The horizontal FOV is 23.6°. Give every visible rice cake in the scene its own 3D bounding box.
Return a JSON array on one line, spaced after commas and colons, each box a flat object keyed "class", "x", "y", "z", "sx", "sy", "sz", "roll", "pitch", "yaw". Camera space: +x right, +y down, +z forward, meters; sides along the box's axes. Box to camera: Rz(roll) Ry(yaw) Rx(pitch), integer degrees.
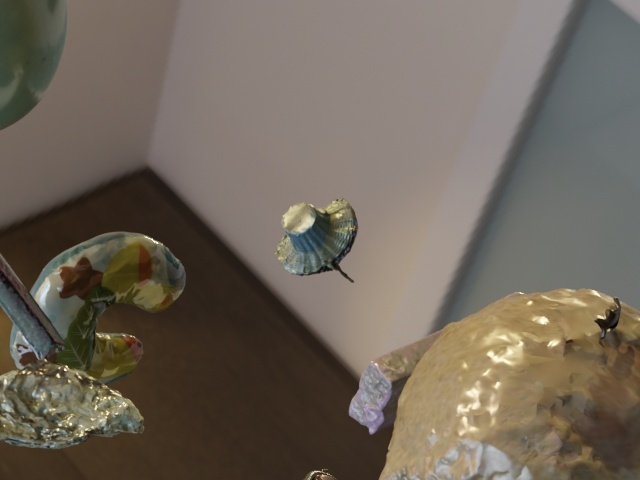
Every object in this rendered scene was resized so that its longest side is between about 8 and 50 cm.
[{"class": "rice cake", "x": -0.352, "y": 0.051, "z": 1.714, "sx": 0.033, "sy": 0.207, "sz": 0.033, "roll": -26, "pitch": 23, "yaw": 15}, {"class": "rice cake", "x": 0.152, "y": 0.145, "z": 1.839, "sx": 0.298, "sy": 0.050, "sz": 0.106, "roll": -21, "pitch": -36, "yaw": -43}]

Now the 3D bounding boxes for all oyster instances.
[{"class": "oyster", "x": -0.273, "y": 0.167, "z": 1.554, "sx": 0.177, "sy": 0.125, "sz": 0.064, "roll": 0, "pitch": -54, "yaw": -16}]

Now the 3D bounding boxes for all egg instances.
[{"class": "egg", "x": -0.438, "y": -0.290, "z": 1.807, "sx": 0.276, "sy": 0.276, "sz": 0.389, "roll": -33, "pitch": -32, "yaw": -25}, {"class": "egg", "x": 0.186, "y": 0.167, "z": 1.245, "sx": 0.310, "sy": 0.279, "sz": 0.279, "roll": -1, "pitch": -49, "yaw": -45}]

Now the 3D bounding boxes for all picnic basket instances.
[{"class": "picnic basket", "x": 0.000, "y": 0.000, "z": 1.373, "sx": 0.083, "sy": 0.065, "sz": 0.083, "roll": -36, "pitch": -39, "yaw": 7}]

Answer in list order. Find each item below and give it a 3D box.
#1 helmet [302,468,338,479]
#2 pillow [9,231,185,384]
[{"class": "helmet", "x": -0.043, "y": 0.308, "z": 1.317, "sx": 0.216, "sy": 0.193, "sz": 0.189, "roll": 33, "pitch": -62, "yaw": -29}, {"class": "pillow", "x": -0.271, "y": 0.086, "z": 1.867, "sx": 0.214, "sy": 0.086, "sz": 0.233, "roll": 10, "pitch": -62, "yaw": -49}]
